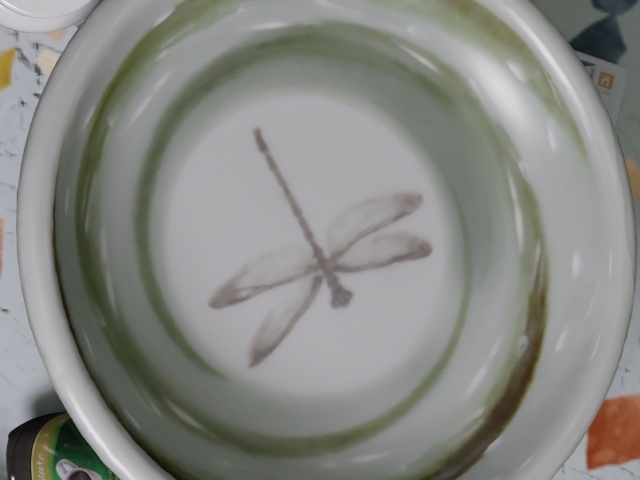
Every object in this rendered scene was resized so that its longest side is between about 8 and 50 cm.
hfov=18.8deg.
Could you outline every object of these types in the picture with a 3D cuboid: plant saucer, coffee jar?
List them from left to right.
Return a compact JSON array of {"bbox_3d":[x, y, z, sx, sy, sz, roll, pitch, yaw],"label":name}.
[{"bbox_3d":[-0.118,0.160,1.258,0.184,0.079,0.096,0,101,31],"label":"coffee jar"},{"bbox_3d":[0.000,0.000,1.192,0.400,0.100,0.400,3,83,-22],"label":"plant saucer"}]

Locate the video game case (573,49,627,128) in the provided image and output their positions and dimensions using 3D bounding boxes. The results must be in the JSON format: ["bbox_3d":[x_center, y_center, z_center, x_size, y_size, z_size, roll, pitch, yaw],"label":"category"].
[{"bbox_3d":[0.106,-0.064,1.317,0.190,0.022,0.173,17,78,-15],"label":"video game case"}]

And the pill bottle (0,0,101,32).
[{"bbox_3d":[-0.175,-0.181,1.175,0.108,0.180,0.108,-2,100,-13],"label":"pill bottle"}]
